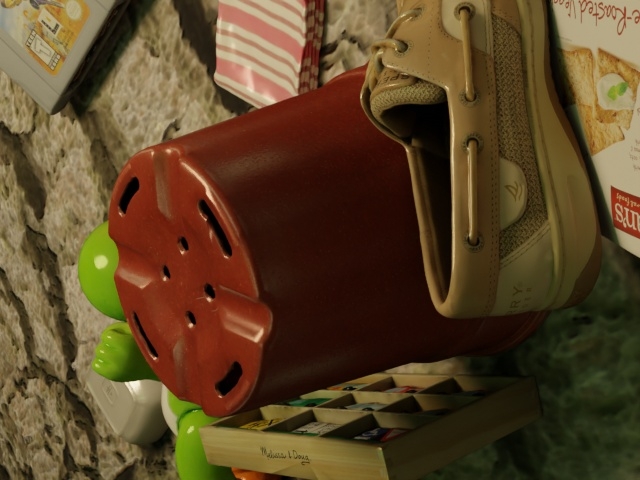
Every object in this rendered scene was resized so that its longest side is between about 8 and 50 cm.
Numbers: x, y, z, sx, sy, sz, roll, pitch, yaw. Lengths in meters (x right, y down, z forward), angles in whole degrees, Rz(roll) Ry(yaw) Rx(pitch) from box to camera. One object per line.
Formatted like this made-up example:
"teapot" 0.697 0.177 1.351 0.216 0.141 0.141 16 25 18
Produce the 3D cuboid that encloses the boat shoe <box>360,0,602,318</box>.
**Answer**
"boat shoe" 0.087 -0.113 0.825 0.121 0.110 0.341 116 144 -62

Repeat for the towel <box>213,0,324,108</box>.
"towel" -0.053 -0.210 1.127 0.144 0.029 0.197 33 129 42

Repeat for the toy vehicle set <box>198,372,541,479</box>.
"toy vehicle set" 0.035 0.156 1.048 0.267 0.166 0.035 -7 99 53

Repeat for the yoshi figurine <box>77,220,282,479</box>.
"yoshi figurine" -0.151 0.116 1.262 0.203 0.203 0.362 12 111 57

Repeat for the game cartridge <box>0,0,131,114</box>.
"game cartridge" -0.318 -0.284 1.366 0.198 0.062 0.297 41 142 -5

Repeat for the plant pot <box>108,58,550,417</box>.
"plant pot" 0.000 0.000 0.945 0.272 0.265 0.272 25 124 45

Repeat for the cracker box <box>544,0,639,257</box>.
"cracker box" 0.198 -0.114 0.754 0.156 0.067 0.232 -134 35 -68

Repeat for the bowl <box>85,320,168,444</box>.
"bowl" -0.239 0.177 1.516 0.142 0.053 0.142 55 139 21
